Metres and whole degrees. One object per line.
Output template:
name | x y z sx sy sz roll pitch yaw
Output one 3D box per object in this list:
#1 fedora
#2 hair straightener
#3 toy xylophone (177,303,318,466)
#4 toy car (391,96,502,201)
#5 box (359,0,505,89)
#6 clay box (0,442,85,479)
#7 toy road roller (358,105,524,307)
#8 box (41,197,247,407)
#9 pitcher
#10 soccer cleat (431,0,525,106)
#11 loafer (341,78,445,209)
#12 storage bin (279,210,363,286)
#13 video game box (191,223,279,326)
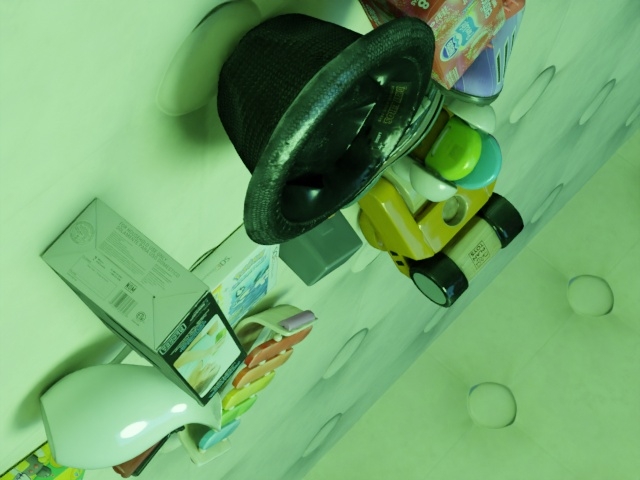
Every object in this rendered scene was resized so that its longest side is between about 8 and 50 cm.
fedora | -0.019 -0.149 1.378 0.334 0.152 0.334 -45 164 -17
hair straightener | -0.237 0.274 1.974 0.230 0.047 0.089 -55 165 -1
toy xylophone | -0.116 0.221 2.099 0.236 0.081 0.323 -27 153 -56
toy car | 0.199 -0.134 1.835 0.159 0.136 0.182 -59 -152 9
box | 0.131 -0.294 1.510 0.123 0.128 0.257 -51 165 0
clay box | -0.387 0.341 1.668 0.222 0.053 0.127 -36 160 -40
toy road roller | 0.155 -0.065 2.076 0.202 0.240 0.330 -45 127 -17
box | -0.188 0.078 1.411 0.087 0.169 0.290 -50 163 -12
pitcher | -0.247 0.192 1.576 0.207 0.178 0.126 -14 136 -19
soccer cleat | 0.225 -0.291 1.733 0.318 0.108 0.116 -63 175 -55
loafer | 0.081 -0.153 1.773 0.267 0.096 0.084 -52 159 13
storage bin | 0.000 0.000 1.861 0.135 0.091 0.098 -34 171 -49
video game box | -0.140 0.074 1.760 0.205 0.048 0.187 -44 161 -22
